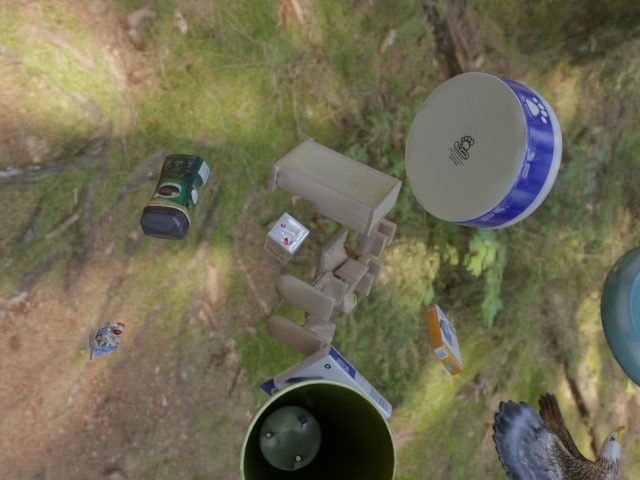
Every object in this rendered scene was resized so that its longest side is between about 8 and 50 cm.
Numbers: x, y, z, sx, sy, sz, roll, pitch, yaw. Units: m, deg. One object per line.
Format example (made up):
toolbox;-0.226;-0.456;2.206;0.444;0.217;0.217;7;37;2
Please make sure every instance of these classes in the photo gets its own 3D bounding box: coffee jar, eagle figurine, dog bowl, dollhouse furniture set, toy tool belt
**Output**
coffee jar;-0.291;-0.085;1.468;0.079;0.096;0.184;84;16;-50
eagle figurine;0.456;0.408;1.289;0.225;0.298;0.226;-43;140;-28
dog bowl;0.278;-0.155;1.283;0.104;0.264;0.265;6;85;-42
dollhouse furniture set;0.000;0.000;1.747;0.362;0.256;0.394;-46;157;-48
toy tool belt;-0.368;0.176;1.259;0.052;0.083;0.051;33;48;-34

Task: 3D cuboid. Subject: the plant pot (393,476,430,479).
plant pot;0.185;0.466;0.949;0.227;0.207;0.228;24;89;-37

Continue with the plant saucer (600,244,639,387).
plant saucer;0.673;0.147;1.357;0.044;0.317;0.318;122;-20;-67

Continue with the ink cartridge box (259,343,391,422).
ink cartridge box;0.006;0.362;1.655;0.223;0.224;0.045;46;28;-19

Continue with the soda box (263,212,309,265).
soda box;-0.083;0.000;1.733;0.069;0.074;0.216;-52;180;-12

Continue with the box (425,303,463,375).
box;0.238;0.186;1.419;0.081;0.028;0.136;51;20;-27

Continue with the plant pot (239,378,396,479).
plant pot;-0.034;0.391;1.387;0.293;0.274;0.275;155;-60;-75
